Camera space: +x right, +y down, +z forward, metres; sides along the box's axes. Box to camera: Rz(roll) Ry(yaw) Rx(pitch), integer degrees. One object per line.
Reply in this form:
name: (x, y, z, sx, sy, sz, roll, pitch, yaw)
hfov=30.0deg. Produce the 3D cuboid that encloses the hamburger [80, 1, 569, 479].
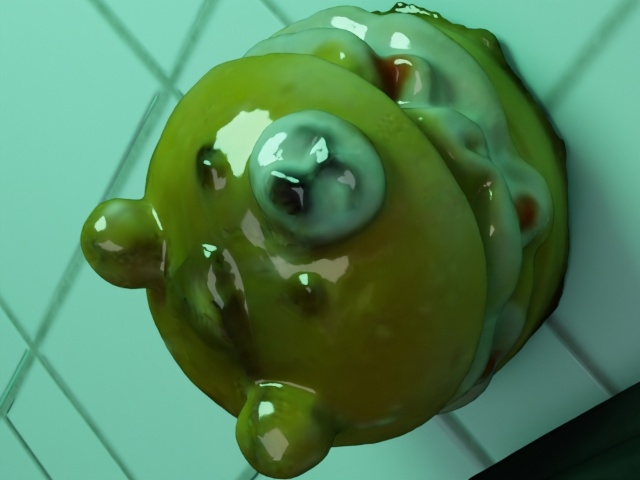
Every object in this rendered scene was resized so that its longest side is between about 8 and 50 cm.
hamburger: (0.000, 0.000, 0.738, 0.276, 0.237, 0.276, 17, 119, 34)

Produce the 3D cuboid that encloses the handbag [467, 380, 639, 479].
handbag: (0.237, 0.220, 0.664, 0.342, 0.152, 0.288, -38, 88, 35)
